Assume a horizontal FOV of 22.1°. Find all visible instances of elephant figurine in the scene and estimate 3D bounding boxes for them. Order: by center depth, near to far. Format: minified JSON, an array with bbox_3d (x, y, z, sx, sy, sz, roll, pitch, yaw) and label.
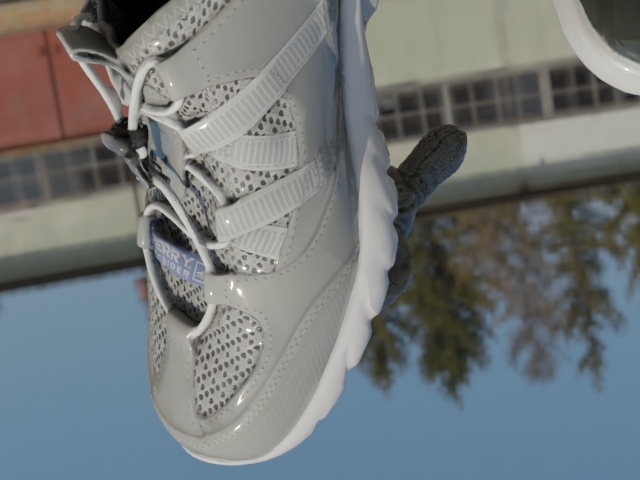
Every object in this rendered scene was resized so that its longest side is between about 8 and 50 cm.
[{"bbox_3d":[0.000,0.000,1.198,0.239,0.169,0.186,-41,-143,13],"label":"elephant figurine"}]

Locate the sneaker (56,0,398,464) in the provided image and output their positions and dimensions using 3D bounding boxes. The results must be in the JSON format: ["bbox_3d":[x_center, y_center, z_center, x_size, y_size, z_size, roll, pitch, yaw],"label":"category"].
[{"bbox_3d":[-0.043,-0.053,0.550,0.115,0.281,0.105,-12,-157,-40],"label":"sneaker"}]

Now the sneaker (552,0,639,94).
[{"bbox_3d":[0.172,-0.201,0.607,0.104,0.296,0.147,26,164,2],"label":"sneaker"}]
